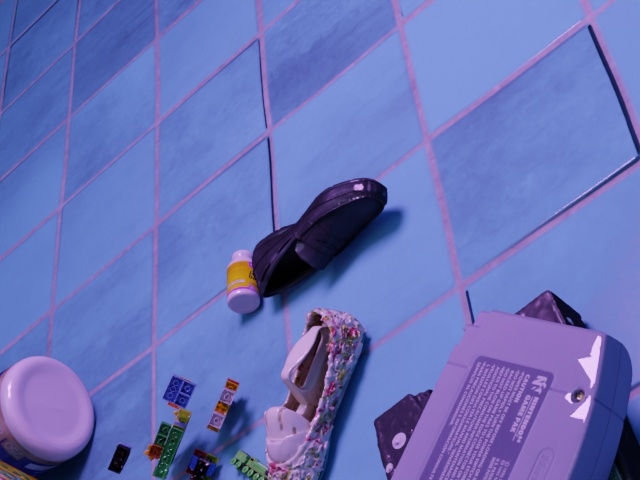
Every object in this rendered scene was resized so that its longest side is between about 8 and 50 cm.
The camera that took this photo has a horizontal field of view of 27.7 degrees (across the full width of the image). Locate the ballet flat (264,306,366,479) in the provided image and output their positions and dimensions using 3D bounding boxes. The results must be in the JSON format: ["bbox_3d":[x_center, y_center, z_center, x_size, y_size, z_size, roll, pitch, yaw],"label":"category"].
[{"bbox_3d":[-0.021,0.181,1.447,0.091,0.077,0.241,-9,55,47],"label":"ballet flat"}]

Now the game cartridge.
[{"bbox_3d":[0.150,0.207,1.118,0.196,0.060,0.294,8,67,57],"label":"game cartridge"}]

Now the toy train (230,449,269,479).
[{"bbox_3d":[-0.077,0.264,1.498,0.024,0.017,0.083,-51,32,-14],"label":"toy train"}]

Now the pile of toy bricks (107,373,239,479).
[{"bbox_3d":[-0.182,0.253,1.579,0.105,0.118,0.212,162,132,-88],"label":"pile of toy bricks"}]

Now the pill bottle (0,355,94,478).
[{"bbox_3d":[-0.458,0.280,1.838,0.264,0.153,0.153,-32,39,32],"label":"pill bottle"}]

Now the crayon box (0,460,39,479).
[{"bbox_3d":[-0.376,0.334,1.493,0.106,0.363,0.313,-57,33,-5],"label":"crayon box"}]

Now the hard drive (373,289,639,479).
[{"bbox_3d":[0.180,0.233,1.160,0.237,0.064,0.339,-41,35,20],"label":"hard drive"}]

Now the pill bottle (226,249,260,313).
[{"bbox_3d":[-0.101,0.052,1.691,0.043,0.043,0.083,-35,38,28],"label":"pill bottle"}]

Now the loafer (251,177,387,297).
[{"bbox_3d":[0.000,0.000,1.590,0.223,0.076,0.078,-35,43,35],"label":"loafer"}]
